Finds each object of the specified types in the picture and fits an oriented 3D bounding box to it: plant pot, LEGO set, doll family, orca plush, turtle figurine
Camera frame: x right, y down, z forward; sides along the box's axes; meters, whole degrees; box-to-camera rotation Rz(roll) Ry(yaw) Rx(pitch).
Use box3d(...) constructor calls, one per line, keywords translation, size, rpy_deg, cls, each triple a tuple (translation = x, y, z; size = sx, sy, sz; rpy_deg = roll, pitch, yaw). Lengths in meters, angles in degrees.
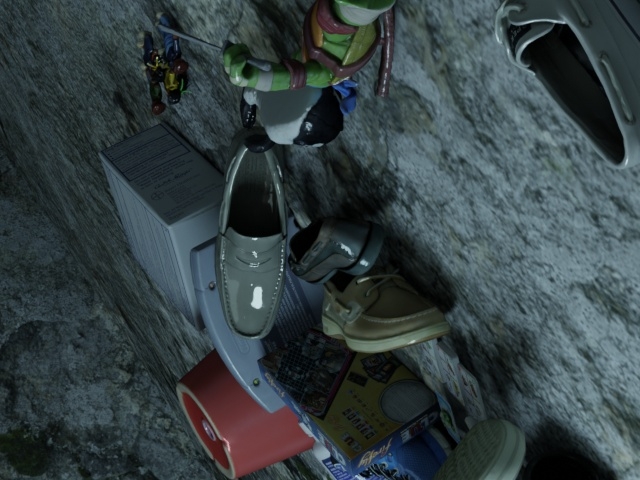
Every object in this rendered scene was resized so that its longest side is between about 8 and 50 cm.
box3d(translation=(-0.101, 0.272, 1.784), size=(0.275, 0.243, 0.275), rpy_deg=(47, 154, 31), cls="plant pot")
box3d(translation=(0.208, 0.236, 1.339), size=(0.182, 0.060, 0.244), rpy_deg=(-135, 25, -65), cls="LEGO set")
box3d(translation=(-0.254, -0.280, 1.662), size=(0.193, 0.076, 0.111), rpy_deg=(92, 163, -61), cls="doll family")
box3d(translation=(-0.026, -0.151, 1.279), size=(0.102, 0.151, 0.287), rpy_deg=(35, 166, -24), cls="orca plush")
box3d(translation=(-0.027, -0.254, 1.015), size=(0.275, 0.197, 0.266), rpy_deg=(57, 155, 0), cls="turtle figurine")

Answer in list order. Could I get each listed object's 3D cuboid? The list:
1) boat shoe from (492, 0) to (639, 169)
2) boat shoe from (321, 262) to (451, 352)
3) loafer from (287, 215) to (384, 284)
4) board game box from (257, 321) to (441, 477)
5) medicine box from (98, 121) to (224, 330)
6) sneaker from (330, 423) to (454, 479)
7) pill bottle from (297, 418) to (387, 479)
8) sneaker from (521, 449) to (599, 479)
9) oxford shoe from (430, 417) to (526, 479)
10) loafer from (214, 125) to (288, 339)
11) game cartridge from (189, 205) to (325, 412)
box3d(translation=(0.181, -0.169, 0.794), size=(0.268, 0.088, 0.096), rpy_deg=(56, 159, 11), cls="boat shoe")
box3d(translation=(0.072, 0.082, 1.343), size=(0.302, 0.109, 0.098), rpy_deg=(-174, 73, -71), cls="boat shoe")
box3d(translation=(0.000, 0.000, 1.378), size=(0.084, 0.096, 0.267), rpy_deg=(24, 167, -17), cls="loafer")
box3d(translation=(0.040, 0.218, 1.501), size=(0.243, 0.165, 0.042), rpy_deg=(42, 152, 42), cls="board game box")
box3d(translation=(-0.260, -0.030, 1.891), size=(0.289, 0.149, 0.264), rpy_deg=(43, 152, 40), cls="medicine box")
box3d(translation=(0.098, 0.319, 1.511), size=(0.330, 0.147, 0.130), rpy_deg=(42, 158, 41), cls="sneaker")
box3d(translation=(0.053, 0.340, 1.657), size=(0.187, 0.112, 0.112), rpy_deg=(51, 160, -5), cls="pill bottle")
box3d(translation=(0.314, 0.359, 1.133), size=(0.296, 0.104, 0.147), rpy_deg=(49, 162, 38), cls="sneaker")
box3d(translation=(0.178, 0.356, 1.251), size=(0.130, 0.169, 0.449), rpy_deg=(31, 143, 10), cls="oxford shoe")
box3d(translation=(-0.102, -0.005, 1.477), size=(0.111, 0.111, 0.320), rpy_deg=(-95, 5, -78), cls="loafer")
box3d(translation=(-0.083, 0.112, 1.603), size=(0.060, 0.196, 0.294), rpy_deg=(9, 125, 63), cls="game cartridge")
